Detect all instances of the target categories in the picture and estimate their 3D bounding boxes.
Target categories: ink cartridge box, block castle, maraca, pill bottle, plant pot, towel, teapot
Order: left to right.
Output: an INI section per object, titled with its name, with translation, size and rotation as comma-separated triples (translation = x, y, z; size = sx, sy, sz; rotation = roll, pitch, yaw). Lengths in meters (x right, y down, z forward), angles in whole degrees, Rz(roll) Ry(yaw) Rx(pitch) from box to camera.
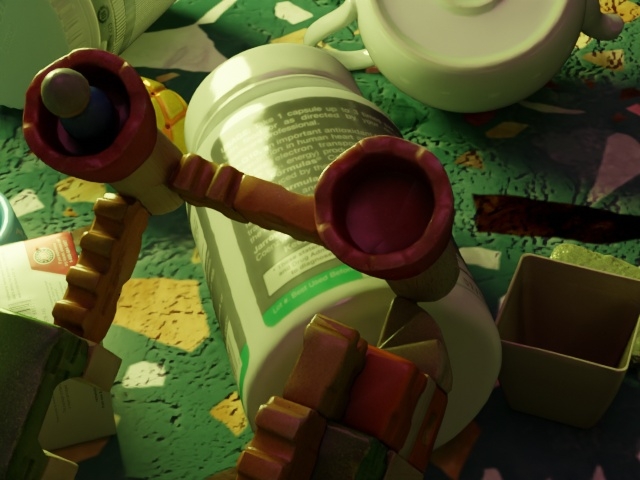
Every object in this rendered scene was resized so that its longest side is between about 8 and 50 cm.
[ink cartridge box]
translation = -0.267, 0.094, 1.110
size = 0.176, 0.127, 0.128
rotation = -12, 43, -14
[block castle]
translation = -0.109, 0.130, 0.858
size = 0.303, 0.213, 0.453
rotation = 18, 79, 18
[maraca]
translation = -0.163, -0.103, 1.365
size = 0.185, 0.099, 0.127
rotation = 17, 39, -20
[pill bottle]
translation = 0.000, 0.000, 1.159
size = 0.204, 0.204, 0.361
rotation = -10, 43, -11
[teapot]
translation = 0.151, -0.233, 1.450
size = 0.256, 0.187, 0.252
rotation = 37, 79, 15
[plant pot]
translation = 0.201, 0.091, 1.134
size = 0.109, 0.096, 0.109
rotation = 14, 43, 15
[towel]
translation = 0.257, 0.060, 1.222
size = 0.148, 0.027, 0.110
rotation = 23, 47, 23

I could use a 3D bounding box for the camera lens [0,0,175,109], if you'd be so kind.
[camera lens]
translation = -0.276, -0.296, 1.487
size = 0.219, 0.219, 0.274
rotation = 17, 44, 19

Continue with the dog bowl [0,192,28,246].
[dog bowl]
translation = -0.388, -0.018, 1.281
size = 0.297, 0.074, 0.166
rotation = 33, 51, 31
